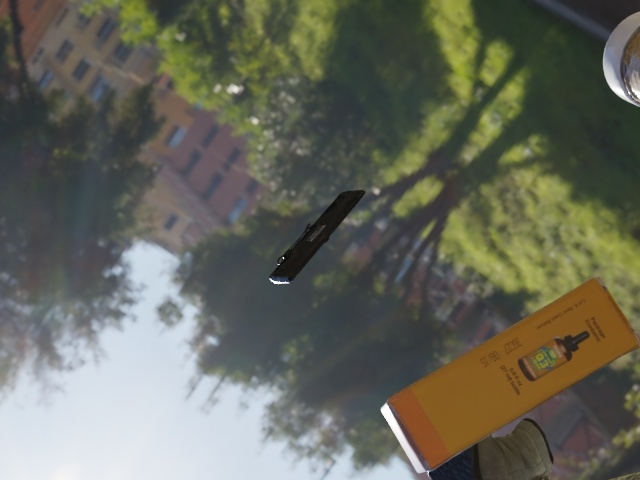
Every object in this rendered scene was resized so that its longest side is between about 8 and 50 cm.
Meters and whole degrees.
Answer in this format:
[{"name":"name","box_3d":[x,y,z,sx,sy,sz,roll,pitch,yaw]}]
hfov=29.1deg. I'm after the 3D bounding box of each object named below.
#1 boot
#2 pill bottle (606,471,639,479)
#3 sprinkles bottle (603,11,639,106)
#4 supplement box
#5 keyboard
[{"name":"boot","box_3d":[0.200,0.245,1.444,0.083,0.246,0.161,-4,-163,44]},{"name":"pill bottle","box_3d":[0.420,0.311,1.278,0.176,0.176,0.318,31,146,-21]},{"name":"sprinkles bottle","box_3d":[0.456,-0.181,1.414,0.121,0.121,0.355,31,-172,-22]},{"name":"supplement box","box_3d":[0.175,0.125,1.144,0.078,0.233,0.080,60,174,11]},{"name":"keyboard","box_3d":[0.000,0.000,1.916,0.038,0.192,0.100,48,161,-20]}]
